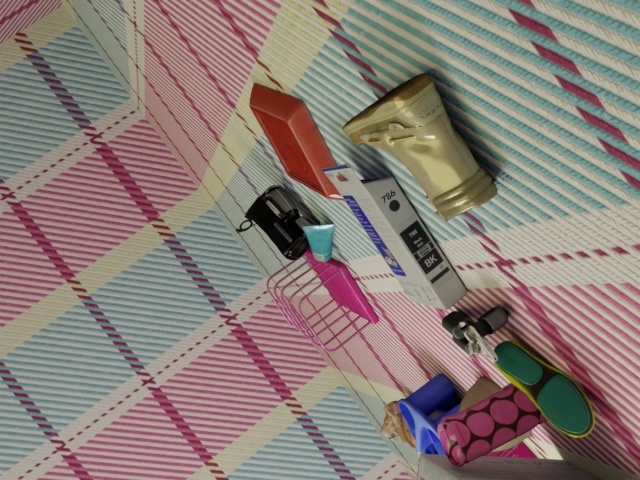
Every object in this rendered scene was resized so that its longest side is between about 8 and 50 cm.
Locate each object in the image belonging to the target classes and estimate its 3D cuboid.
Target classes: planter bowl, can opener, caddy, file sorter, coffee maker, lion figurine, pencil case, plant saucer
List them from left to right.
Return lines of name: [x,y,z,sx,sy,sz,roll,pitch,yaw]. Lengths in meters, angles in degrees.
coffee maker: [-0.109,-0.031,2.165,0.178,0.120,0.171,49,124,21]
plant saucer: [-0.055,-0.208,1.755,0.259,0.047,0.258,35,158,57]
file sorter: [-0.008,0.173,2.308,0.202,0.182,0.290,58,167,-20]
lion figurine: [0.325,0.566,2.356,0.240,0.142,0.392,60,154,5]
caddy: [0.319,0.507,2.041,0.241,0.179,0.341,38,161,47]
can opener: [0.287,0.168,1.477,0.074,0.093,0.280,55,176,0]
planter bowl: [0.361,0.394,1.738,0.162,0.109,0.162,49,168,15]
pencil case: [0.318,0.334,1.492,0.098,0.209,0.095,65,162,7]

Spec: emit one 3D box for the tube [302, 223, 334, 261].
tube: [0.000,0.000,2.083,0.207,0.080,0.052,83,177,-70]

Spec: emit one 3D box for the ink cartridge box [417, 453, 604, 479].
ink cartridge box: [0.385,0.461,1.444,0.330,0.323,0.072,-176,93,-75]

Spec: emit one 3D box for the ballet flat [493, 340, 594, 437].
ballet flat: [0.389,0.253,1.368,0.077,0.077,0.231,35,-174,-44]

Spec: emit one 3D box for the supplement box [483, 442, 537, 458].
supplement box: [0.458,0.554,1.814,0.220,0.114,0.111,49,166,25]

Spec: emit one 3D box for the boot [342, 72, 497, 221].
boot: [0.142,-0.122,1.169,0.203,0.095,0.262,54,163,-8]

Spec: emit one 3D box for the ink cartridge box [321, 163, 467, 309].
ink cartridge box: [0.138,-0.022,1.519,0.333,0.065,0.165,55,168,-13]
